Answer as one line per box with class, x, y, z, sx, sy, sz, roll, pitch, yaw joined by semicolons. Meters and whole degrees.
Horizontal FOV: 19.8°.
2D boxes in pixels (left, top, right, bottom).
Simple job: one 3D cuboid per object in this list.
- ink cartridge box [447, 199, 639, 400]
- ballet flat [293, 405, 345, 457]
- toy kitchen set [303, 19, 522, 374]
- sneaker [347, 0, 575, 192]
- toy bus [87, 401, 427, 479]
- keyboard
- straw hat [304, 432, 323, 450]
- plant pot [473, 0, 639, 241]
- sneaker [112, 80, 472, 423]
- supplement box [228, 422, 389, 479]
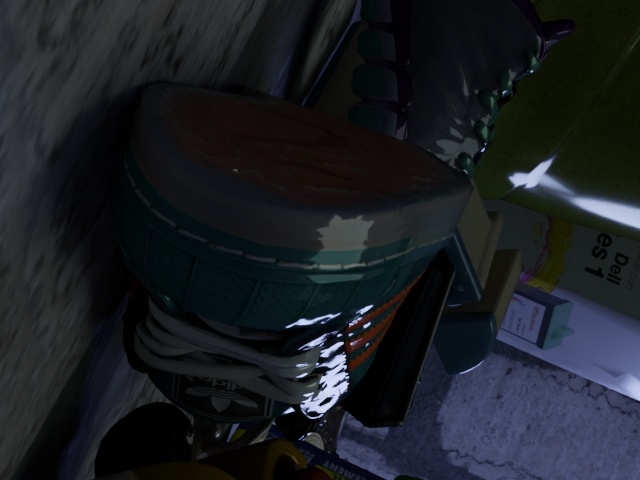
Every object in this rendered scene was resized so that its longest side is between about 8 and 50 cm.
ink cartridge box;0.171;-0.030;1.417;0.117;0.278;0.201;106;9;-59
ballet flat;0.005;0.154;1.868;0.084;0.058;0.250;0;113;-46
toy kitchen set;0.000;0.000;1.022;0.207;0.166;0.122;65;35;-32
sneaker;0.065;-0.066;0.847;0.083;0.098;0.223;-44;138;-75
toy bus;-0.059;0.126;0.674;0.191;0.202;0.104;-48;132;-12
keyboard;-0.002;0.031;0.809;0.180;0.023;0.108;33;-79;61
straw hat;-0.017;0.263;1.794;0.144;0.061;0.144;-44;149;-35
plant pot;0.272;-0.135;1.154;0.366;0.353;0.366;-62;-171;17
sneaker;-0.016;0.016;0.637;0.302;0.108;0.121;-37;146;-83
supplement box;-0.044;0.308;1.198;0.356;0.194;0.195;-58;171;-60
